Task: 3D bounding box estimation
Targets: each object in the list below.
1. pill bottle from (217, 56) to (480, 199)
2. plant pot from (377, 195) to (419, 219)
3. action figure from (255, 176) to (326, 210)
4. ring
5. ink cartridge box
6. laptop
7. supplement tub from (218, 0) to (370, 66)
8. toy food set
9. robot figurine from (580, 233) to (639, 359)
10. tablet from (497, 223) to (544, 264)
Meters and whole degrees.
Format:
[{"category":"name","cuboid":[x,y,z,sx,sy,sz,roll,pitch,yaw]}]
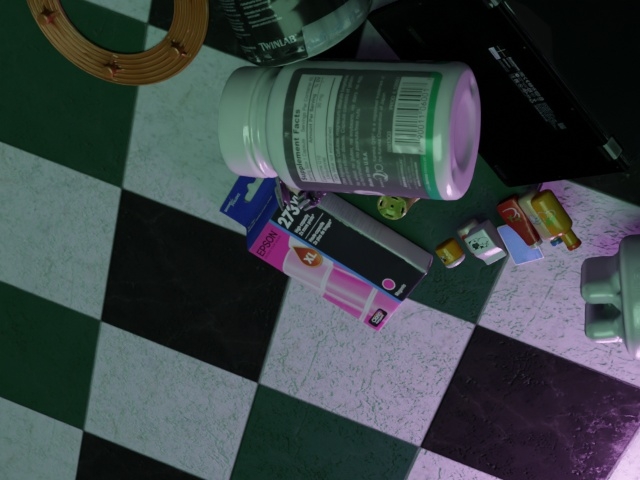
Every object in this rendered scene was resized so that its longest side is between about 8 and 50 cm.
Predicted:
[{"category":"pill bottle","cuboid":[0.043,-0.172,1.650,0.361,0.204,0.204,6,126,21]},{"category":"plant pot","cuboid":[0.128,-0.077,1.852,0.083,0.079,0.083,10,127,14]},{"category":"action figure","cuboid":[0.015,-0.146,1.813,0.285,0.099,0.185,-8,87,13]},{"category":"ring","cuboid":[-0.346,-0.405,1.820,0.336,0.032,0.337,10,126,14]},{"category":"ink cartridge box","cuboid":[0.000,0.000,1.967,0.371,0.069,0.176,33,128,-2]},{"category":"laptop","cuboid":[0.358,-0.308,1.628,0.382,0.236,0.408,47,154,-21]},{"category":"supplement tub","cuboid":[-0.080,-0.440,1.588,0.207,0.207,0.338,-12,119,26]},{"category":"toy food set","cuboid":[0.313,-0.002,1.810,0.232,0.111,0.104,-31,101,31]},{"category":"robot figurine","cuboid":[0.589,0.083,1.716,0.353,0.200,0.300,-5,117,16]},{"category":"tablet","cuboid":[0.342,0.003,1.880,0.054,0.006,0.083,-17,118,28]}]
